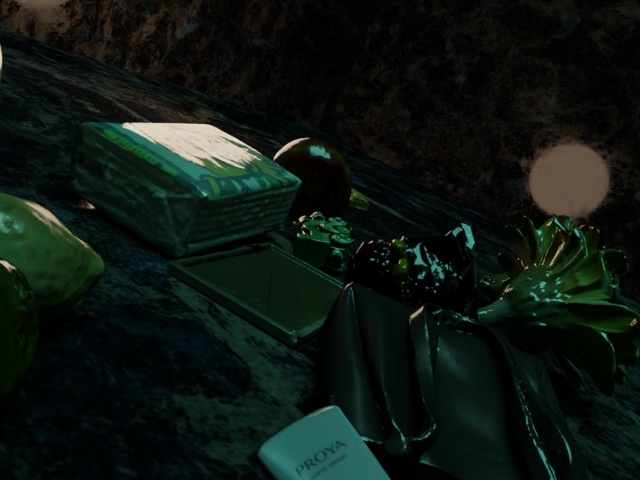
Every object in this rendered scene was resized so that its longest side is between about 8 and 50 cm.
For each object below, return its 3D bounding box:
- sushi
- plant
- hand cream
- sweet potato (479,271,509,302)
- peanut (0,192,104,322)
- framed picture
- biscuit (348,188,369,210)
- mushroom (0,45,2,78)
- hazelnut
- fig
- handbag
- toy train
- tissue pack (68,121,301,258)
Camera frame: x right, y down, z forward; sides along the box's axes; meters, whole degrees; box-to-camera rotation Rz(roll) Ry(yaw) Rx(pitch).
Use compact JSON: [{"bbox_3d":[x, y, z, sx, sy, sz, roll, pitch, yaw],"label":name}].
[{"bbox_3d":[0.111,0.071,0.829,0.150,0.153,0.172,8,-22,-9],"label":"sushi"},{"bbox_3d":[0.349,0.080,0.952,0.296,0.262,0.306,21,4,-10],"label":"plant"},{"bbox_3d":[0.043,0.215,0.422,0.079,0.048,0.255,-24,39,-22],"label":"hand cream"},{"bbox_3d":[0.460,0.118,1.260,0.336,0.131,0.131,10,20,-39],"label":"sweet potato"},{"bbox_3d":[-0.310,0.003,0.500,0.253,0.122,0.137,19,0,-27],"label":"peanut"},{"bbox_3d":[-0.060,0.064,0.862,0.208,0.019,0.281,29,16,19],"label":"framed picture"},{"bbox_3d":[0.005,-0.154,1.688,0.288,0.044,0.202,18,15,-12],"label":"biscuit"},{"bbox_3d":[-0.481,-0.163,0.594,0.314,0.314,0.336,11,41,-40],"label":"mushroom"},{"bbox_3d":[-0.014,-0.132,1.353,0.204,0.178,0.178,51,-5,-38],"label":"hazelnut"},{"bbox_3d":[-0.280,0.054,0.406,0.177,0.117,0.117,8,11,15],"label":"fig"},{"bbox_3d":[0.137,0.170,0.626,0.285,0.114,0.257,22,22,-7],"label":"handbag"},{"bbox_3d":[0.000,0.000,1.087,0.104,0.071,0.178,10,18,-7],"label":"toy train"},{"bbox_3d":[-0.201,-0.093,0.949,0.227,0.128,0.310,32,21,16],"label":"tissue pack"}]
